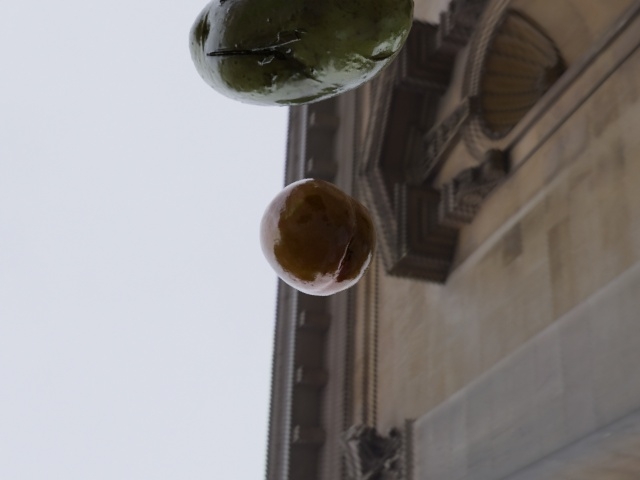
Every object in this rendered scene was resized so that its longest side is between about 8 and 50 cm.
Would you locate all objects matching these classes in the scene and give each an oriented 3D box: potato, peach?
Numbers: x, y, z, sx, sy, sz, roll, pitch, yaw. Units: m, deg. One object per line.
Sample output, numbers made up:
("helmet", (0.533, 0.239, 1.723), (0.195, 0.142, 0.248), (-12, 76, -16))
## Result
("potato", (-0.025, -0.219, 1.147), (0.169, 0.248, 0.143), (-54, -49, -49))
("peach", (0.000, 0.000, 1.272), (0.138, 0.138, 0.138), (8, -117, -16))
